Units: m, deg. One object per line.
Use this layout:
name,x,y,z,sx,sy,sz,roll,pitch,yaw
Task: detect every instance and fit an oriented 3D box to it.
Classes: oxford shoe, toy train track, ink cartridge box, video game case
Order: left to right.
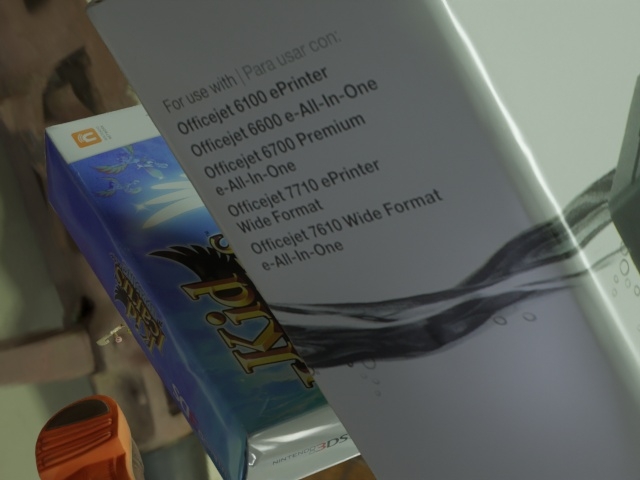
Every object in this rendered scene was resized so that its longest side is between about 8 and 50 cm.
oxford shoe,-0.212,0.304,1.308,0.130,0.363,0.132,-21,119,6
toy train track,-0.175,0.077,1.248,0.083,0.048,0.014,-36,91,2
video game case,0.000,0.000,0.775,0.244,0.269,0.061,-18,138,-25
ink cartridge box,0.093,-0.021,0.489,0.307,0.129,0.223,59,44,-16
